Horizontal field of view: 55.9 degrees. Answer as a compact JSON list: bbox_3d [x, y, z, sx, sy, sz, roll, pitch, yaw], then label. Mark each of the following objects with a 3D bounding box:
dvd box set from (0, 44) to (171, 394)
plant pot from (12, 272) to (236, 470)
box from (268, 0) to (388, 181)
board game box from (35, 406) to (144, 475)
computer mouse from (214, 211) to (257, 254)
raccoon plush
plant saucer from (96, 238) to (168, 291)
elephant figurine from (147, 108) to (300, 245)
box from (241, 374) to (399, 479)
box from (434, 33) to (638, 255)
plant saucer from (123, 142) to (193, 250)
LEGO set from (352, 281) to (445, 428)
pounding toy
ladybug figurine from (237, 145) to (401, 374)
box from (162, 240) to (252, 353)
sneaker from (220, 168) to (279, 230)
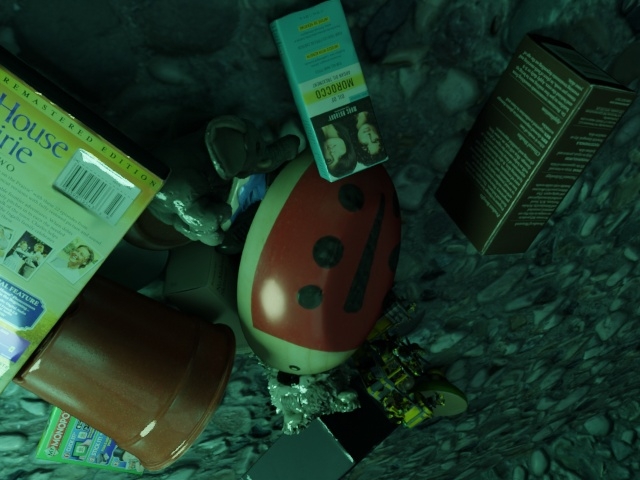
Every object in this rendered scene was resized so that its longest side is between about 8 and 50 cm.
[{"bbox_3d":[-0.440,-0.020,0.777,0.308,0.062,0.420,36,106,-18],"label":"dvd box set"},{"bbox_3d":[-0.327,0.196,0.992,0.265,0.272,0.272,37,109,-26],"label":"plant pot"},{"bbox_3d":[0.014,-0.219,0.896,0.101,0.060,0.244,-23,108,-8],"label":"box"},{"bbox_3d":[-0.400,0.308,1.192,0.214,0.046,0.317,21,103,-22],"label":"board game box"},{"bbox_3d":[-0.083,-0.042,1.087,0.242,0.041,0.071,-34,174,-12],"label":"computer mouse"},{"bbox_3d":[0.011,0.319,1.366,0.216,0.299,0.446,-36,140,8],"label":"raccoon plush"},{"bbox_3d":[-0.363,0.024,1.037,0.195,0.037,0.194,-16,138,-15],"label":"plant saucer"},{"bbox_3d":[-0.158,-0.128,0.901,0.239,0.170,0.186,-59,170,-16],"label":"elephant figurine"},{"bbox_3d":[0.016,0.556,1.626,0.313,0.179,0.343,-12,145,-56],"label":"box"},{"bbox_3d":[0.394,-0.170,1.161,0.143,0.191,0.381,1,132,-31],"label":"box"},{"bbox_3d":[-0.241,-0.061,0.985,0.199,0.036,0.198,-20,130,-25],"label":"plant saucer"},{"bbox_3d":[0.192,0.252,1.419,0.192,0.331,0.255,-40,119,9],"label":"LEGO set"},{"bbox_3d":[0.339,0.454,1.879,0.237,0.110,0.183,14,142,-4],"label":"pounding toy"},{"bbox_3d":[0.018,0.040,1.053,0.305,0.162,0.448,2,107,-39],"label":"ladybug figurine"},{"bbox_3d":[-0.185,0.114,1.165,0.094,0.113,0.275,-11,145,17],"label":"box"},{"bbox_3d":[-0.121,-0.074,1.060,0.085,0.058,0.152,10,121,-27],"label":"sneaker"}]
